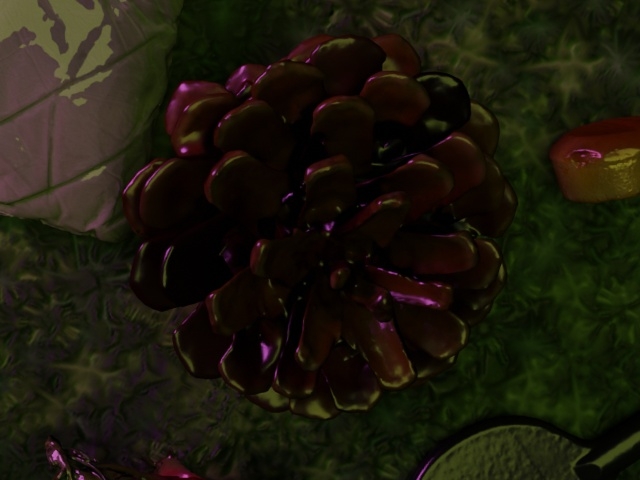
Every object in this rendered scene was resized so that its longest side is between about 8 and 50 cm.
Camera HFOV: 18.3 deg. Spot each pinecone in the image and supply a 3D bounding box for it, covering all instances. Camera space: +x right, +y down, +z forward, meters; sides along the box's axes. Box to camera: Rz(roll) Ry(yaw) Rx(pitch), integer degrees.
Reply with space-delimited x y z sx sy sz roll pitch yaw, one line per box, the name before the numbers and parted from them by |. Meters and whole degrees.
pinecone | 0.001 -0.009 1.237 0.264 0.264 0.264 -1 95 -9

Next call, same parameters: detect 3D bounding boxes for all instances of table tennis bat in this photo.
table tennis bat | 0.164 0.177 1.394 0.236 0.027 0.150 -34 99 -3

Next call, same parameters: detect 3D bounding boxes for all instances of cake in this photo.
cake | 0.197 -0.056 1.348 0.084 0.084 0.044 -14 104 -7

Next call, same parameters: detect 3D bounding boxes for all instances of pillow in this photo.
pillow | -0.227 -0.156 1.279 0.280 0.076 0.274 12 100 -15

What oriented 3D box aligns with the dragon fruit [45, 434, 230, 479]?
dragon fruit | -0.088 0.201 1.303 0.236 0.137 0.135 35 86 -8
